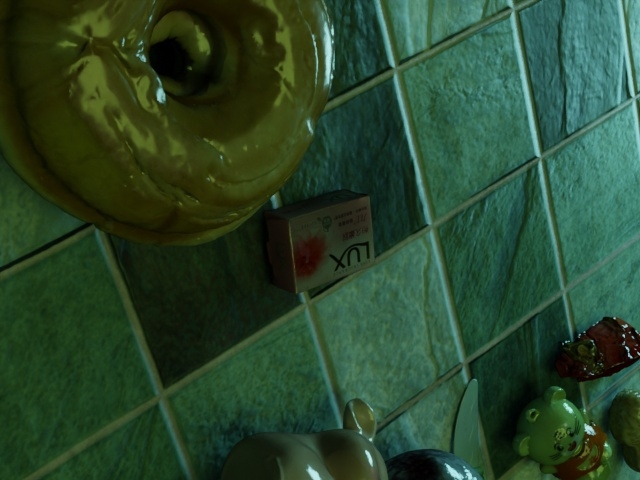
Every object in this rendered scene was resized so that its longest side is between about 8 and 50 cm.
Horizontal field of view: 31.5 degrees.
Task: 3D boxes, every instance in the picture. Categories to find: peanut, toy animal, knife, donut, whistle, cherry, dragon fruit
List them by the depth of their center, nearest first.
[{"bbox_3d":[-0.168,-0.205,1.263,0.449,0.198,0.448,-9,105,-39],"label":"donut"},{"bbox_3d":[-0.010,0.335,1.510,0.256,0.213,0.195,10,109,-38],"label":"toy animal"},{"bbox_3d":[0.159,0.450,1.674,0.255,0.218,0.296,-12,104,-31],"label":"cherry"},{"bbox_3d":[0.240,0.353,1.845,0.063,0.035,0.260,-13,103,-30],"label":"knife"},{"bbox_3d":[0.423,0.349,1.937,0.288,0.106,0.131,40,82,-38],"label":"whistle"},{"bbox_3d":[0.475,0.193,1.982,0.192,0.122,0.092,-13,70,-33],"label":"dragon fruit"},{"bbox_3d":[0.580,0.353,2.083,0.089,0.089,0.192,-43,124,-23],"label":"peanut"}]

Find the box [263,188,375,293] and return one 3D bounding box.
[{"bbox_3d":[0.000,0.000,1.539,0.156,0.060,0.111,-19,114,-34],"label":"box"}]
